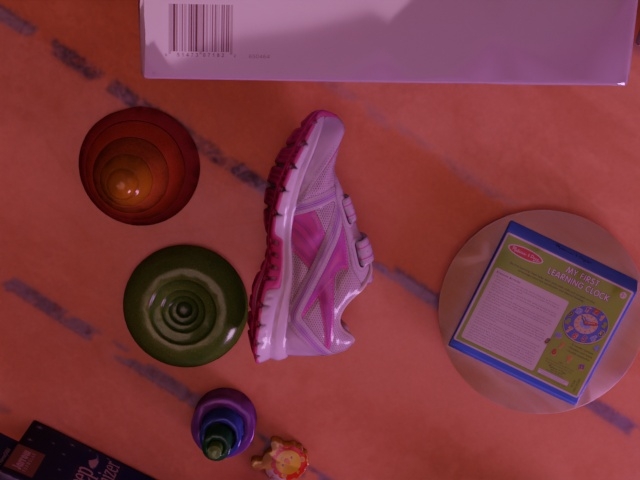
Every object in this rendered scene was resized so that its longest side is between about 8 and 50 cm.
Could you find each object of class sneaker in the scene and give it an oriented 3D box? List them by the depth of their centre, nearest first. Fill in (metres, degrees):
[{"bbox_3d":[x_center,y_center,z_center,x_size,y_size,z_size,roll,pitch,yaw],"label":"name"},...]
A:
[{"bbox_3d":[0.000,0.000,1.280,0.111,0.103,0.252,7,103,-10],"label":"sneaker"}]

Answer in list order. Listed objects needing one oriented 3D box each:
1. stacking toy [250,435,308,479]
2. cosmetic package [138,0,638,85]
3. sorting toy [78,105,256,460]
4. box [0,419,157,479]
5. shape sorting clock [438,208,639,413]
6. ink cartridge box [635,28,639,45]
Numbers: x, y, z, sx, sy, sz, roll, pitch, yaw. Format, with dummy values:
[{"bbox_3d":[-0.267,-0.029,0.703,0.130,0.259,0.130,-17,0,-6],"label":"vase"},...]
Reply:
[{"bbox_3d":[-0.099,0.303,1.306,0.052,0.167,0.221,44,99,-8],"label":"stacking toy"},{"bbox_3d":[0.037,-0.205,1.105,0.377,0.284,0.098,0,107,-8],"label":"cosmetic package"},{"bbox_3d":[-0.144,0.054,1.275,0.127,0.126,0.366,-16,101,4],"label":"sorting toy"},{"bbox_3d":[-0.240,0.248,1.311,0.225,0.136,0.037,26,102,-5],"label":"box"},{"bbox_3d":[0.220,0.071,1.314,0.206,0.040,0.206,1,100,4],"label":"shape sorting clock"},{"bbox_3d":[0.504,-0.282,1.220,0.330,0.071,0.324,18,101,-6],"label":"ink cartridge box"}]
